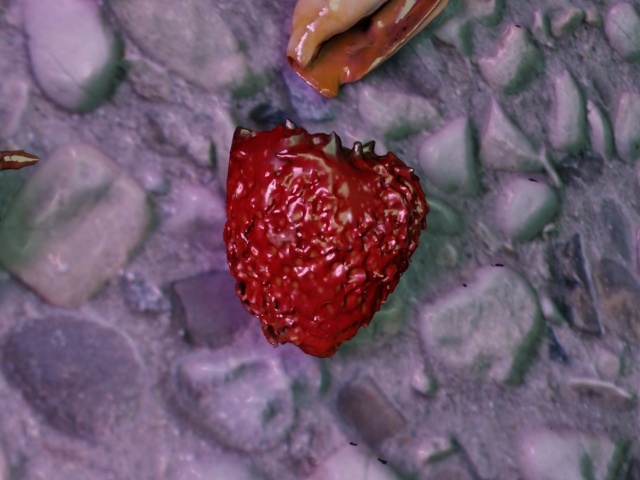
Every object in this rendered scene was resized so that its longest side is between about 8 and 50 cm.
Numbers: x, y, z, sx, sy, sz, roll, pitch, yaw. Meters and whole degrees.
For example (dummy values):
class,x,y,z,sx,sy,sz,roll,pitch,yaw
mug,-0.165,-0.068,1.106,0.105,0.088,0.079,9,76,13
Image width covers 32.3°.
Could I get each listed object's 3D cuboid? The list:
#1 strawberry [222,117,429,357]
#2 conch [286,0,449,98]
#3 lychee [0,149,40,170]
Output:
class,x,y,z,sx,sy,sz,roll,pitch,yaw
strawberry,0.000,0.000,0.956,0.184,0.187,0.201,3,81,7
conch,0.036,-0.271,1.145,0.255,0.127,0.158,-48,129,-15
lychee,-0.303,-0.037,0.788,0.197,0.165,0.165,-27,84,-4
